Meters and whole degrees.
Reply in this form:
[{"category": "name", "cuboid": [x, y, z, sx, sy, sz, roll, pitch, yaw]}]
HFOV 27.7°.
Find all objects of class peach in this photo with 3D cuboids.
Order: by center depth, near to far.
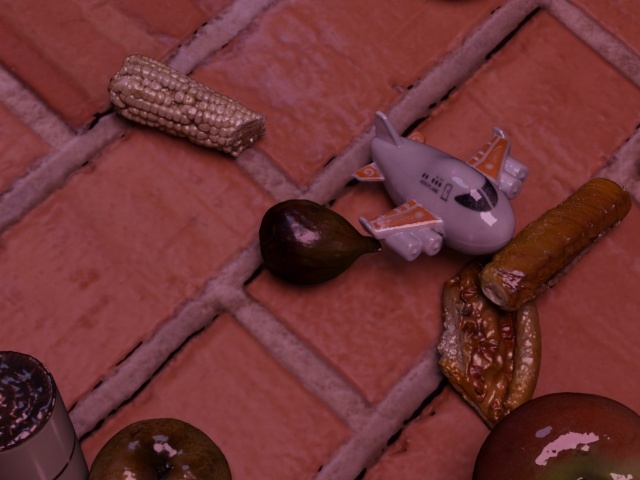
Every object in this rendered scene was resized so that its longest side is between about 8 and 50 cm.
[{"category": "peach", "cuboid": [0.289, 0.301, 1.487, 0.252, 0.252, 0.252, 4, 65, -9]}]

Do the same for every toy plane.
[{"category": "toy plane", "cuboid": [0.151, -0.071, 1.665, 0.244, 0.117, 0.245, -3, 45, 3]}]

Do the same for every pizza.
[{"category": "pizza", "cuboid": [0.217, 0.118, 1.655, 0.134, 0.056, 0.271, 17, 63, -12]}]

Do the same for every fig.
[{"category": "fig", "cuboid": [0.000, 0.000, 1.641, 0.154, 0.103, 0.109, -4, 89, -4]}]

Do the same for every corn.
[{"category": "corn", "cuboid": [-0.176, -0.169, 1.696, 0.211, 0.087, 0.087, 25, 64, 0]}]

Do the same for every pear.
[{"category": "pear", "cuboid": [-0.179, 0.279, 1.461, 0.167, 0.137, 0.167, 8, 45, -8]}]

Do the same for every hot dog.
[{"category": "hot dog", "cuboid": [0.312, -0.003, 1.691, 0.083, 0.068, 0.289, 48, 54, 9]}]

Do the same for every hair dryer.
[{"category": "hair dryer", "cuboid": [-0.416, 0.162, 1.463, 0.362, 0.203, 0.128, 35, 62, 27]}]
